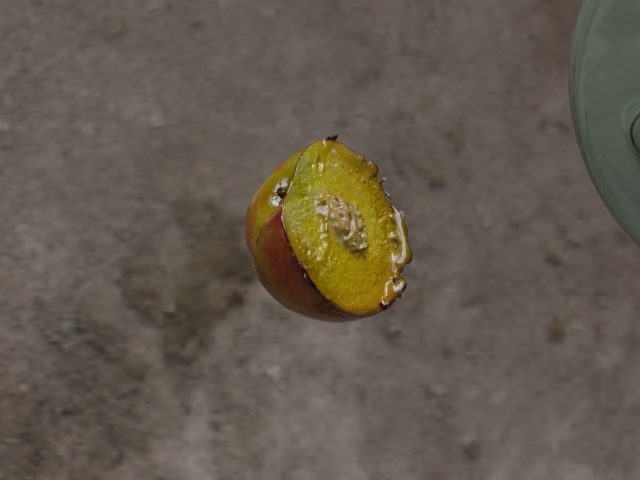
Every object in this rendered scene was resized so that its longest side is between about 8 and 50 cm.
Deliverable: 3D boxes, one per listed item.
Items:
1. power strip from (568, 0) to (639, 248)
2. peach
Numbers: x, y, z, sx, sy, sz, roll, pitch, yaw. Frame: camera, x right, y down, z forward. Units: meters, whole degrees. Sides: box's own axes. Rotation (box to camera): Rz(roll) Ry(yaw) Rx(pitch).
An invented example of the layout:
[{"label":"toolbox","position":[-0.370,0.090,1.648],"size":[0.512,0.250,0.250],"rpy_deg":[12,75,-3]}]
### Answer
[{"label":"power strip","position":[0.358,-0.116,1.281],"size":[0.161,0.357,0.357],"rpy_deg":[-42,116,-51]},{"label":"peach","position":[-0.001,-0.001,0.997],"size":[0.098,0.061,0.098],"rpy_deg":[17,65,-43]}]
